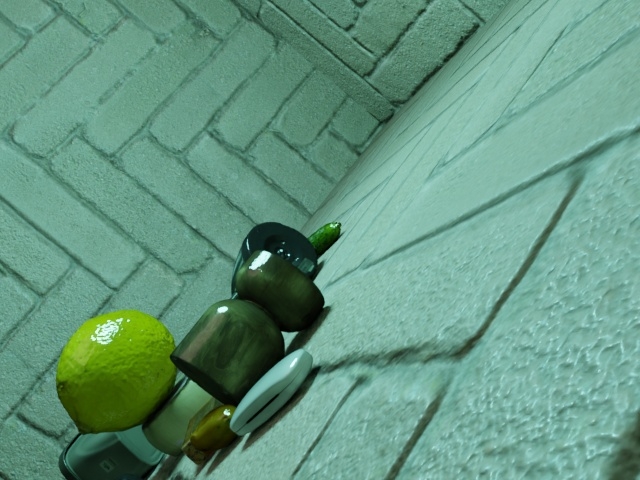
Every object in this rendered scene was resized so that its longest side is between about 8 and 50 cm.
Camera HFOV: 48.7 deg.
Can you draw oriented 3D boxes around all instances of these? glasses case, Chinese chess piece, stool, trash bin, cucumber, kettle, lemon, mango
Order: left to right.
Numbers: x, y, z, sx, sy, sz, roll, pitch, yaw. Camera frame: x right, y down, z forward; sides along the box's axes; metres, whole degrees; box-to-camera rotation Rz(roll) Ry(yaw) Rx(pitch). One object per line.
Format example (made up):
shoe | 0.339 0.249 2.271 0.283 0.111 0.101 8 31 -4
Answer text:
lemon | -0.472 0.307 1.656 0.268 0.268 0.321 -46 26 39
trash bin | -0.554 0.582 1.960 0.250 0.220 0.219 -40 10 25
Chinese chess piece | -0.317 0.392 1.727 0.270 0.112 0.270 -49 6 7
glasses case | -0.224 0.371 1.394 0.075 0.049 0.218 -44 5 -5
mango | -0.173 0.324 1.217 0.127 0.063 0.077 -40 5 37
stool | -0.137 0.172 1.353 0.264 0.179 0.179 -52 5 -23
kettle | -0.148 0.098 1.948 0.271 0.207 0.250 -56 7 39
glasses case | -0.077 0.235 1.087 0.193 0.049 0.074 -48 5 33
cucumber | 0.000 0.000 2.101 0.227 0.069 0.069 -40 11 52

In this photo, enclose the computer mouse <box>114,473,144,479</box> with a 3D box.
computer mouse | -0.470 0.606 1.466 0.323 0.116 0.183 -41 7 25
